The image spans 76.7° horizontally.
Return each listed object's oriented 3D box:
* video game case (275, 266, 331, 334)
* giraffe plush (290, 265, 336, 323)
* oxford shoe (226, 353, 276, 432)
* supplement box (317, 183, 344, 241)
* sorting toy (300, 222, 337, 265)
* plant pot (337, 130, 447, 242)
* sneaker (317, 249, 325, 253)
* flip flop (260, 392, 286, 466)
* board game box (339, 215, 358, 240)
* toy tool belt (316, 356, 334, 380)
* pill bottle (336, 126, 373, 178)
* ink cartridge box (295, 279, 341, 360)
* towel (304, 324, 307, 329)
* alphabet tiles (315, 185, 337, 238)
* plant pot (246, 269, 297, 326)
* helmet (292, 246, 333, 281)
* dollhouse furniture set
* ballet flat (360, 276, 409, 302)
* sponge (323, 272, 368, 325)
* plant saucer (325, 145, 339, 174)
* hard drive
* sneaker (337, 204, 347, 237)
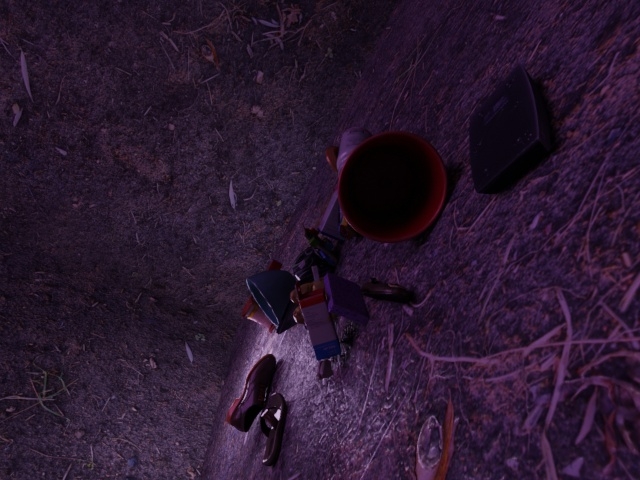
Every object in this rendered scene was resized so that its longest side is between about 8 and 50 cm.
[{"bbox_3d":[-0.068,0.240,1.613,0.196,0.026,0.274,-21,-39,-49],"label":"video game case"},{"bbox_3d":[-0.015,0.219,1.489,0.170,0.182,0.210,87,-171,-67],"label":"giraffe plush"},{"bbox_3d":[-0.291,0.715,1.902,0.133,0.130,0.363,11,69,45],"label":"oxford shoe"},{"bbox_3d":[0.084,-0.119,1.736,0.111,0.114,0.219,-119,52,-76],"label":"supplement box"},{"bbox_3d":[0.000,0.000,1.726,0.047,0.196,0.347,-47,15,7],"label":"sorting toy"},{"bbox_3d":[0.181,-0.150,1.096,0.243,0.275,0.274,-76,11,-78],"label":"plant pot"},{"bbox_3d":[-0.038,0.108,1.917,0.214,0.083,0.084,-60,12,23],"label":"sneaker"},{"bbox_3d":[-0.188,0.689,1.506,0.276,0.080,0.112,-83,20,-52],"label":"flip flop"},{"bbox_3d":[0.141,-0.131,1.534,0.124,0.039,0.259,41,-112,-59],"label":"board game box"},{"bbox_3d":[0.009,0.395,1.267,0.051,0.052,0.083,-45,24,41],"label":"toy tool belt"},{"bbox_3d":[0.154,-0.358,1.754,0.282,0.161,0.160,-80,17,-47],"label":"pill bottle"},{"bbox_3d":[-0.007,0.227,1.228,0.134,0.078,0.230,-74,-33,-89],"label":"ink cartridge box"},{"bbox_3d":[-0.030,0.305,1.652,0.119,0.029,0.067,-61,13,24],"label":"towel"},{"bbox_3d":[0.031,-0.145,2.251,0.285,0.011,0.342,-59,15,33],"label":"alphabet tiles"},{"bbox_3d":[-0.214,0.262,2.053,0.196,0.290,0.290,-33,0,-20],"label":"plant pot"},{"bbox_3d":[-0.039,0.118,1.716,0.161,0.169,0.169,-48,16,11],"label":"helmet"},{"bbox_3d":[-0.284,0.318,2.353,0.373,0.202,0.152,-60,12,1],"label":"dollhouse furniture set"},{"bbox_3d":[0.163,0.123,1.050,0.250,0.084,0.058,146,144,-79],"label":"ballet flat"},{"bbox_3d":[0.074,0.172,1.234,0.210,0.117,0.031,-100,33,-69],"label":"sponge"},{"bbox_3d":[0.110,-0.365,1.885,0.037,0.200,0.199,-40,26,35],"label":"plant saucer"},{"bbox_3d":[0.374,-0.220,0.812,0.172,0.054,0.254,127,162,-49],"label":"hard drive"},{"bbox_3d":[0.112,-0.130,1.632,0.090,0.082,0.231,-142,64,-66],"label":"sneaker"}]
